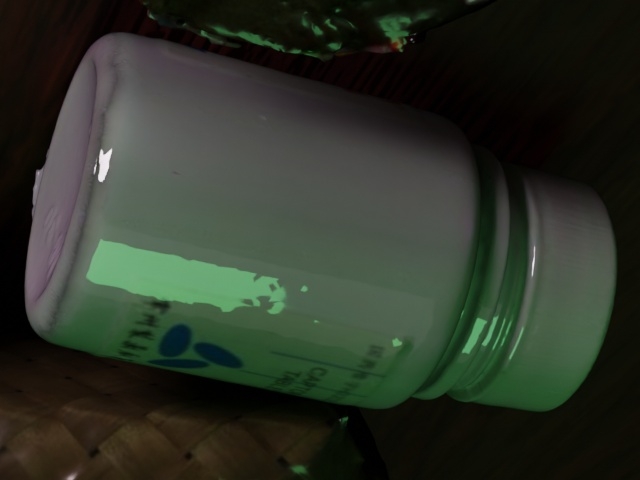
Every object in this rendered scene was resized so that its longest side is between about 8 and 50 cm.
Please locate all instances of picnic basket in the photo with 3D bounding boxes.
[{"bbox_3d":[-0.126,0.217,1.020,0.337,0.293,0.337,-1,100,-3],"label":"picnic basket"}]

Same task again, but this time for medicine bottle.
[{"bbox_3d":[0.000,0.000,0.888,0.293,0.170,0.170,12,141,-18],"label":"medicine bottle"}]

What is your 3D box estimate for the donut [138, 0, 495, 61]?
[{"bbox_3d":[0.001,-0.188,0.698,0.270,0.103,0.269,1,143,1],"label":"donut"}]
